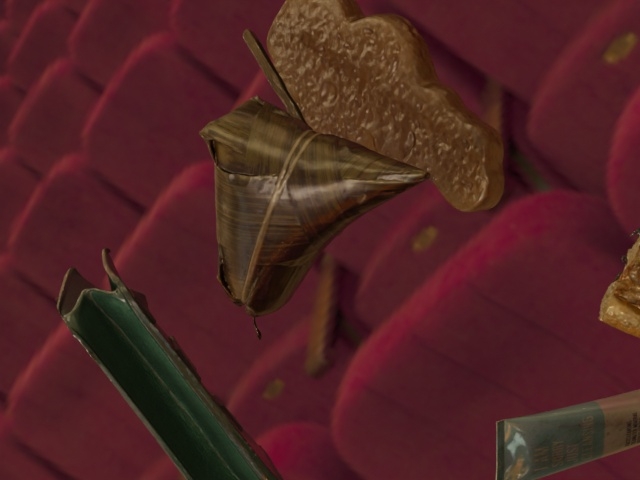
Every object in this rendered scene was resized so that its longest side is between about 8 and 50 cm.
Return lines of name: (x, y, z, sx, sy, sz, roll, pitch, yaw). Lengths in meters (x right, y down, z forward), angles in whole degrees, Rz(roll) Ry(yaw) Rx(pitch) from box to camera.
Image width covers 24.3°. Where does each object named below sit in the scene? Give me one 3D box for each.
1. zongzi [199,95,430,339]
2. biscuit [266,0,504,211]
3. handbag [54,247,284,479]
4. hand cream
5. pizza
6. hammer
zongzi: (0.000, 0.000, 1.148, 0.084, 0.184, 0.187, -42, -39, -44)
biscuit: (0.058, -0.124, 1.429, 0.320, 0.047, 0.183, 30, 118, 40)
handbag: (-0.169, 0.167, 1.678, 0.089, 0.326, 0.238, -38, 13, -2)
hand cream: (0.372, 0.254, 2.013, 0.070, 0.312, 0.111, 39, 137, 54)
pizza: (0.398, 0.018, 1.653, 0.069, 0.154, 0.194, 7, -89, -79)
hammer: (-0.024, -0.113, 1.372, 0.058, 0.029, 0.292, -45, 43, 16)
